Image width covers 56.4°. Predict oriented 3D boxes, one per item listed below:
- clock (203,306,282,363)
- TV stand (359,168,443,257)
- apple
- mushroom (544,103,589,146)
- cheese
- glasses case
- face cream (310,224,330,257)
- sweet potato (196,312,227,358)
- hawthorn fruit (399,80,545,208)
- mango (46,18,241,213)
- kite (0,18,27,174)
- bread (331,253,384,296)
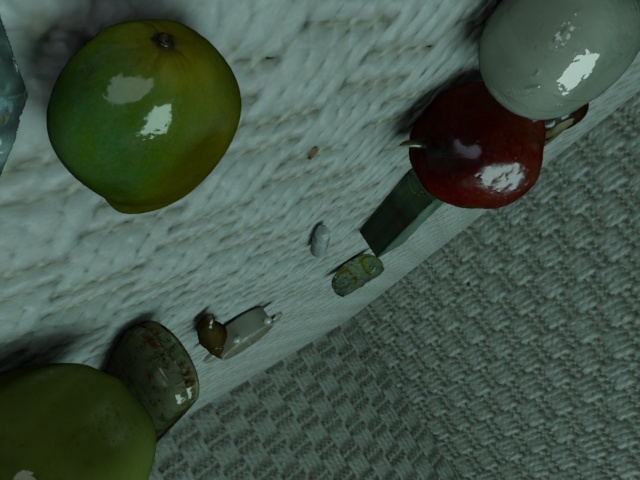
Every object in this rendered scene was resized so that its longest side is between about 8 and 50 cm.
[{"bbox_3d":[-0.191,0.223,1.446,0.229,0.063,0.155,-31,166,-30],"label":"clock"},{"bbox_3d":[0.182,-0.064,1.270,0.088,0.082,0.269,-26,166,-29],"label":"TV stand"},{"bbox_3d":[-0.351,0.280,0.739,0.279,0.279,0.279,-33,168,-8],"label":"apple"},{"bbox_3d":[0.331,-0.207,1.018,0.231,0.138,0.194,-29,-173,37],"label":"mushroom"},{"bbox_3d":[0.273,-0.227,0.688,0.189,0.154,0.198,-14,158,-46],"label":"cheese"},{"bbox_3d":[-0.318,0.275,1.055,0.098,0.156,0.425,-27,166,-38],"label":"glasses case"},{"bbox_3d":[0.000,0.000,1.136,0.034,0.034,0.130,-32,168,-12],"label":"face cream"},{"bbox_3d":[-0.225,0.203,1.252,0.067,0.067,0.274,-31,163,-16],"label":"sweet potato"},{"bbox_3d":[0.211,-0.140,0.865,0.251,0.189,0.189,6,144,-38],"label":"hawthorn fruit"},{"bbox_3d":[-0.113,-0.078,0.403,0.122,0.085,0.191,-43,180,-9],"label":"mango"},{"bbox_3d":[-0.290,-0.024,0.276,0.310,0.015,0.169,-28,168,-31],"label":"kite"},{"bbox_3d":[0.102,0.094,1.683,0.157,0.083,0.094,-33,171,1],"label":"bread"}]
